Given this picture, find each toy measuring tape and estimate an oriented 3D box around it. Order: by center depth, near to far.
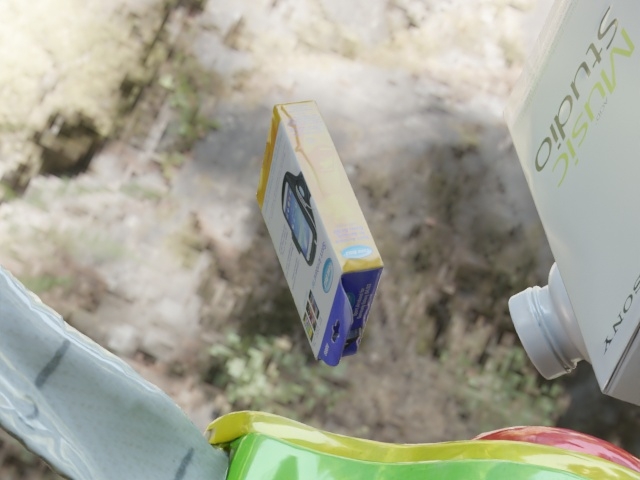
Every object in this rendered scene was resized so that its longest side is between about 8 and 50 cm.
[{"bbox_3d":[0.013,0.062,0.363,0.121,0.121,0.330,3,-39,53],"label":"toy measuring tape"}]

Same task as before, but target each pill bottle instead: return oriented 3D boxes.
[{"bbox_3d":[0.217,0.035,1.145,0.160,0.087,0.087,-27,-37,16],"label":"pill bottle"}]

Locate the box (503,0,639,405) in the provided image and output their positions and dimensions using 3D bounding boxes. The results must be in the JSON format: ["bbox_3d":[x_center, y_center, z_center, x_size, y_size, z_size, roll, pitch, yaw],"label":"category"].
[{"bbox_3d":[0.184,-0.091,0.841,0.058,0.232,0.322,17,26,-13],"label":"box"}]

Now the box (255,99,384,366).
[{"bbox_3d":[0.000,0.000,0.893,0.028,0.136,0.081,-10,-35,-19],"label":"box"}]
